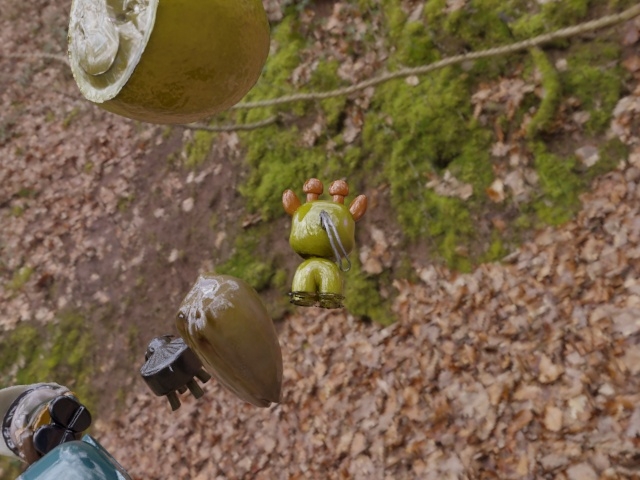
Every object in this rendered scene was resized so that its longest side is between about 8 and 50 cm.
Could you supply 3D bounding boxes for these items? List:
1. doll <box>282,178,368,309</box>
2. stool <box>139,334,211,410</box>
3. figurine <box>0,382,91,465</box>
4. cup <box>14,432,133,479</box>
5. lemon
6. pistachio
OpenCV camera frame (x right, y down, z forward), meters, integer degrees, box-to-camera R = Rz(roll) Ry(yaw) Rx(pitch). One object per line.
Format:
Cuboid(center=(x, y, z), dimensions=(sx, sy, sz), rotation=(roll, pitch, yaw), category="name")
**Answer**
Cuboid(center=(0.000, 0.000, 1.226), dimensions=(0.142, 0.221, 0.135), rotation=(5, -20, 4), category="doll")
Cuboid(center=(-0.312, 0.271, 1.599), dimensions=(0.125, 0.121, 0.217), rotation=(-38, 19, -14), category="stool")
Cuboid(center=(-0.566, 0.397, 1.595), dimensions=(0.332, 0.204, 0.185), rotation=(0, 57, 46), category="figurine")
Cuboid(center=(-0.372, 0.457, 1.110), dimensions=(0.257, 0.219, 0.289), rotation=(-44, 44, -19), category="cup")
Cuboid(center=(-0.249, -0.373, 1.349), dimensions=(0.364, 0.364, 0.364), rotation=(-30, 8, 5), category="lemon")
Cuboid(center=(-0.152, 0.180, 1.371), dimensions=(0.162, 0.261, 0.213), rotation=(-23, 22, 17), category="pistachio")
